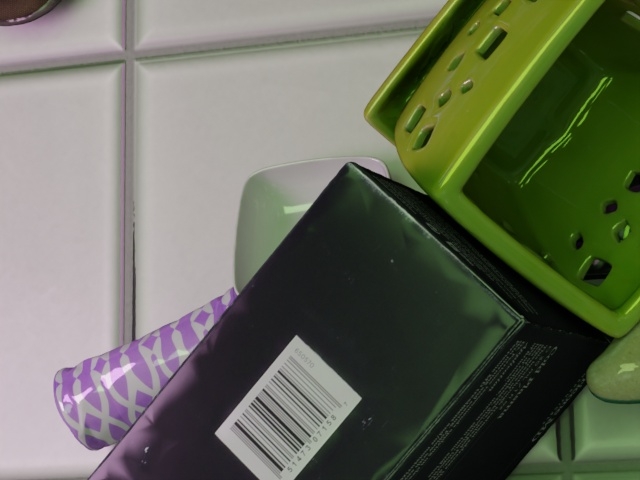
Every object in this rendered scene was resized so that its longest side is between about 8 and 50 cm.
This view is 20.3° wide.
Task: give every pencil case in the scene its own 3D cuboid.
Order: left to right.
[{"bbox_3d":[-0.135,0.109,1.579,0.206,0.086,0.088,-25,39,10],"label":"pencil case"}]

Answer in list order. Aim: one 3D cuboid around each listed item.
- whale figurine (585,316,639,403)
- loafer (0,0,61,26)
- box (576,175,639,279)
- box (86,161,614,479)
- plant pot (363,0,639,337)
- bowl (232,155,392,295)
[{"bbox_3d":[0.344,0.136,1.381,0.272,0.141,0.216,22,66,18],"label":"whale figurine"},{"bbox_3d":[-0.343,-0.374,1.710,0.134,0.130,0.366,-24,73,12],"label":"loafer"},{"bbox_3d":[0.224,-0.047,1.519,0.116,0.029,0.162,-4,78,17],"label":"box"},{"bbox_3d":[0.028,0.143,1.384,0.179,0.312,0.343,43,99,21],"label":"box"},{"bbox_3d":[0.182,-0.097,1.392,0.227,0.228,0.207,-52,32,4],"label":"plant pot"},{"bbox_3d":[0.000,0.000,1.556,0.142,0.053,0.142,-6,59,17],"label":"bowl"}]
